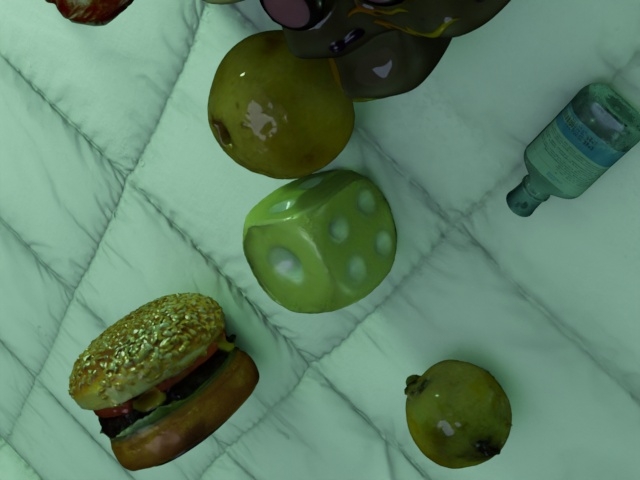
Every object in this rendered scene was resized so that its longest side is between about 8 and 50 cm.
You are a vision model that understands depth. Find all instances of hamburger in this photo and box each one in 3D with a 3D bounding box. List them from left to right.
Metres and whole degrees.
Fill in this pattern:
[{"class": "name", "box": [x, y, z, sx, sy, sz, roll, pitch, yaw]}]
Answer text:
[{"class": "hamburger", "box": [-0.296, 0.250, 1.741, 0.330, 0.330, 0.250, -25, 103, 49]}]

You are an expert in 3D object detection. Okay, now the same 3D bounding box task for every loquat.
[{"class": "loquat", "box": [-0.051, -0.188, 1.277, 0.208, 0.208, 0.208, 23, 134, 27]}, {"class": "loquat", "box": [0.205, 0.266, 1.439, 0.204, 0.149, 0.172, 33, 141, 39]}]

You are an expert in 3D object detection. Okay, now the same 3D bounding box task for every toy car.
[{"class": "toy car", "box": [0.096, -0.292, 1.033, 0.340, 0.271, 0.240, -2, 138, 42]}]

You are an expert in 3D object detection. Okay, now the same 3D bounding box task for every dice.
[{"class": "dice", "box": [0.000, 0.000, 1.392, 0.169, 0.169, 0.166, -2, 118, 43]}]

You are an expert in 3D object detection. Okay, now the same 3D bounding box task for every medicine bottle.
[{"class": "medicine bottle", "box": [0.300, -0.100, 1.134, 0.090, 0.054, 0.208, 43, 141, 4]}]

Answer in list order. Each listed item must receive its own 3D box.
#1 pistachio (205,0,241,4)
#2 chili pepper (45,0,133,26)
[{"class": "pistachio", "box": [-0.108, -0.395, 1.187, 0.157, 0.157, 0.229, 49, 146, -1]}, {"class": "chili pepper", "box": [-0.289, -0.467, 1.220, 0.229, 0.251, 0.305, 30, 145, -10]}]
